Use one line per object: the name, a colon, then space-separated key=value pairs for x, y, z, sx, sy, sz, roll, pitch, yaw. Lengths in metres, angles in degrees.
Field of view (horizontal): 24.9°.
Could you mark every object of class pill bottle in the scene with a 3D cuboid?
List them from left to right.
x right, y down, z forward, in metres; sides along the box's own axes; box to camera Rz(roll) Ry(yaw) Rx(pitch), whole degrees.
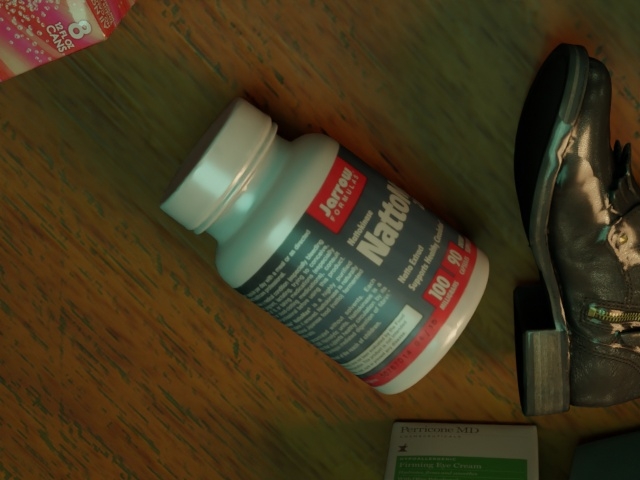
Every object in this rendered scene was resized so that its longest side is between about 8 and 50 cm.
pill bottle: x=0.000 y=0.000 z=0.860 sx=0.180 sy=0.108 sz=0.108 roll=36 pitch=116 yaw=-11

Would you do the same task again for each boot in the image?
boot: x=0.231 y=0.004 z=0.853 sx=0.229 sy=0.091 sz=0.263 roll=-2 pitch=121 yaw=3

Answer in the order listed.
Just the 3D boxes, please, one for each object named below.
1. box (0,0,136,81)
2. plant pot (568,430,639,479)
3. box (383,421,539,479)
box: x=-0.209 y=-0.215 z=0.769 sx=0.128 sy=0.123 sz=0.257 roll=-19 pitch=113 yaw=16
plant pot: x=0.268 y=0.211 z=0.906 sx=0.234 sy=0.165 sz=0.166 roll=6 pitch=118 yaw=14
box: x=0.094 y=0.184 z=0.954 sx=0.101 sy=0.087 sz=0.102 roll=0 pitch=117 yaw=8
